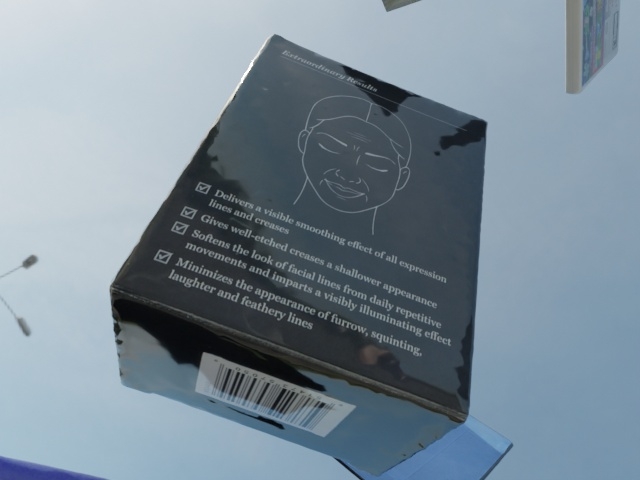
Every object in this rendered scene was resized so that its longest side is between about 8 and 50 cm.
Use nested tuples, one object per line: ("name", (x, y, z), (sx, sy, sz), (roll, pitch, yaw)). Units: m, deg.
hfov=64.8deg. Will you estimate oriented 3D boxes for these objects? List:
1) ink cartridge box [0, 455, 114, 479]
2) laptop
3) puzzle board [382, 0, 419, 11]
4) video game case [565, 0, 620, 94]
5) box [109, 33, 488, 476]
("ink cartridge box", (-0.218, 0.299, 0.508), (0.307, 0.304, 0.072), (-37, -141, 21))
("laptop", (0.103, 0.156, 0.790), (0.237, 0.382, 0.407), (-13, -101, 32))
("puzzle board", (0.138, -0.347, 0.659), (0.128, 0.096, 0.011), (-12, -98, 18))
("video game case", (0.372, -0.327, 0.685), (0.023, 0.183, 0.201), (13, -50, 40))
("box", (0.000, 0.000, 0.572), (0.294, 0.395, 0.212), (21, -39, -3))
